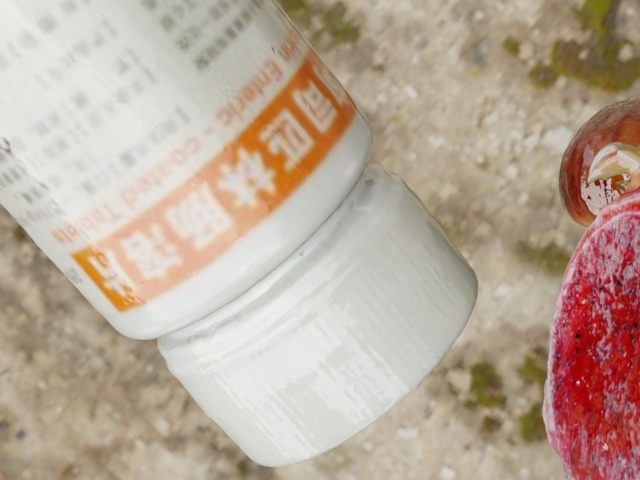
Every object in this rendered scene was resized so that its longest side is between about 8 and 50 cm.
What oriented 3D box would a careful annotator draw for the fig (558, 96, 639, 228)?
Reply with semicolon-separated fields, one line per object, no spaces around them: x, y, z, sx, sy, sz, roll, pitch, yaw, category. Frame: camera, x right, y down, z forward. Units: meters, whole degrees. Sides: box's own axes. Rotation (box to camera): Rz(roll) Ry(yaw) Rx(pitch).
0.240;-0.062;1.257;0.128;0.128;0.150;-15;103;27;fig

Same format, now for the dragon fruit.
0.197;0.051;0.810;0.147;0.211;0.282;19;160;-13;dragon fruit

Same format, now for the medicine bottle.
-0.086;-0.055;1.021;0.211;0.211;0.371;-31;107;30;medicine bottle
